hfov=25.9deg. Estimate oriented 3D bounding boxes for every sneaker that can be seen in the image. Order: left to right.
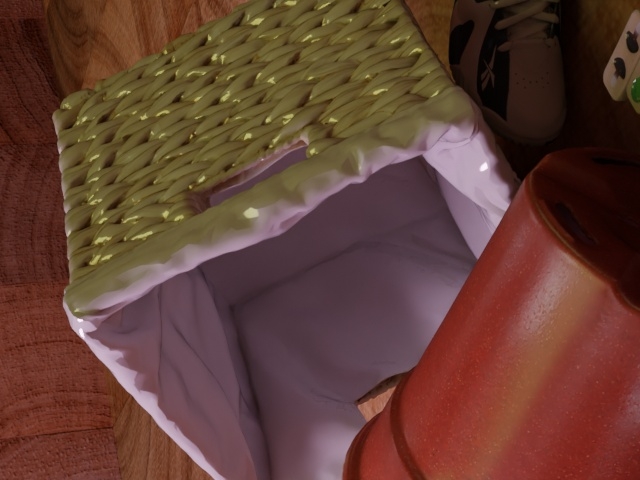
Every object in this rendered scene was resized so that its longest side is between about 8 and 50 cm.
[{"bbox_3d":[0.164,-0.205,1.118,0.153,0.094,0.235,112,158,-63],"label":"sneaker"}]

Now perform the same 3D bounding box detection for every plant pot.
[{"bbox_3d":[0.182,0.099,0.931,0.272,0.272,0.265,60,139,48],"label":"plant pot"}]

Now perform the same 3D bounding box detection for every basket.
[{"bbox_3d":[0.000,0.000,1.134,0.331,0.328,0.266,56,-170,-42],"label":"basket"}]

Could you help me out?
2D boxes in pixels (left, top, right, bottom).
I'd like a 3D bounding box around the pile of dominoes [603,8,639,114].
[{"bbox_3d":[0.219,-0.140,0.766,0.251,0.040,0.196,-124,41,-62],"label":"pile of dominoes"}]
